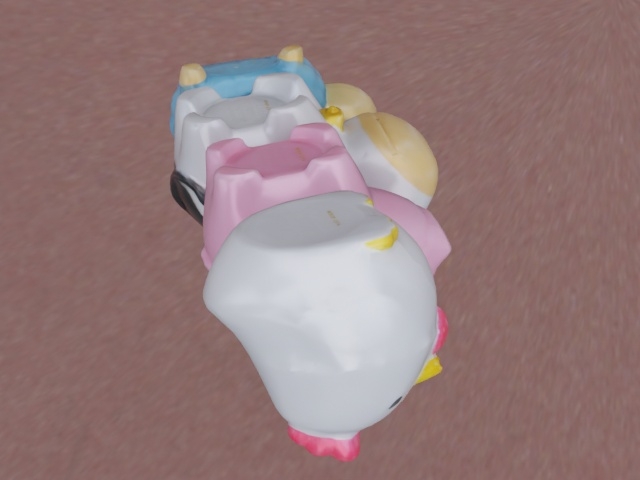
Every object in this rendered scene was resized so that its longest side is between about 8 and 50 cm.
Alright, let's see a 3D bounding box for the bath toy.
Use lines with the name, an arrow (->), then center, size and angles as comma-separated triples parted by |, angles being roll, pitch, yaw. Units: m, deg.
bath toy -> 0.000, 0.000, 1.019 | 0.151, 0.348, 0.129 | -8, 112, -4
